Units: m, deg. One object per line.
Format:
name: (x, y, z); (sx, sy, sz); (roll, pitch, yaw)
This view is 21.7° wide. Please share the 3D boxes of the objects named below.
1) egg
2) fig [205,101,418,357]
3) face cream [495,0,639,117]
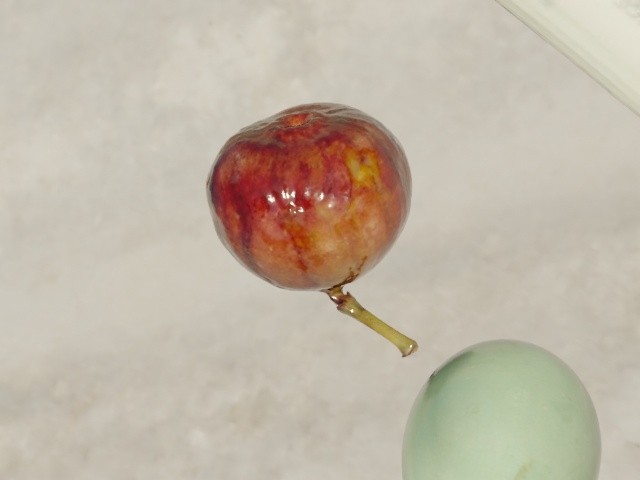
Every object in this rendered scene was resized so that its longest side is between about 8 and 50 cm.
egg: (0.152, 0.182, 1.410); (0.168, 0.168, 0.231); (-30, 23, 29)
fig: (-0.004, -0.013, 1.684); (0.203, 0.250, 0.186); (-13, 36, -4)
face cream: (0.092, -0.124, 0.586); (0.102, 0.345, 0.102); (-48, 16, 18)
